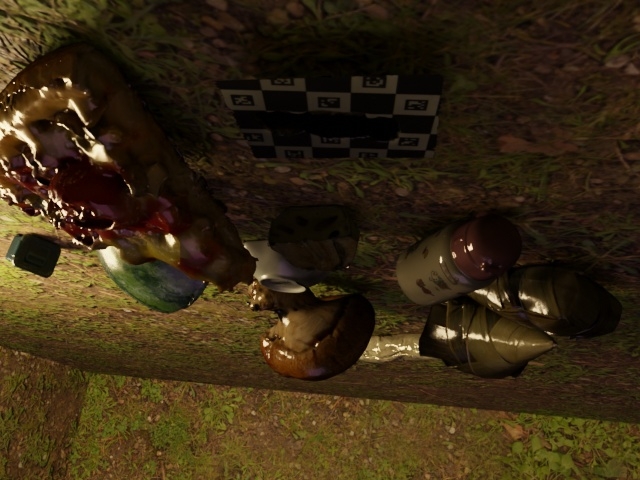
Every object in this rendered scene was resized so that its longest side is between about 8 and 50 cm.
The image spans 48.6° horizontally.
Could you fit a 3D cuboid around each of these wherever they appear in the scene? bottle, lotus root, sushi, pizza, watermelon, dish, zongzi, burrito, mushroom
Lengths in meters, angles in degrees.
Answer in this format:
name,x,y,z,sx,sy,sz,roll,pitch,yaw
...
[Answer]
name,x,y,z,sx,sy,sz,roll,pitch,yaw
bottle,0.212,0.028,1.079,0.109,0.110,0.233,14,159,-17
lotus root,-0.001,-0.003,1.140,0.143,0.070,0.144,-2,155,12
sushi,0.017,-0.147,0.745,0.215,0.051,0.192,0,164,7
pizza,-0.249,-0.042,0.928,0.406,0.130,0.440,36,151,-17
watermelon,-0.286,0.012,1.212,0.180,0.224,0.305,-33,-170,-34
dish,-0.067,0.059,1.348,0.190,0.066,0.191,8,161,3
zongzi,0.384,0.111,1.255,0.221,0.112,0.242,24,163,-40
burrito,0.237,0.286,1.858,0.392,0.076,0.117,-9,155,40
mushroom,-0.008,0.176,1.489,0.267,0.267,0.255,5,131,11
zongzi,0.398,0.216,1.407,0.289,0.154,0.317,20,173,-38

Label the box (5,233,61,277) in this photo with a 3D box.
name,x,y,z,sx,sy,sz,roll,pitch,yaw
box,-0.610,0.030,1.495,0.054,0.074,0.099,7,164,36
